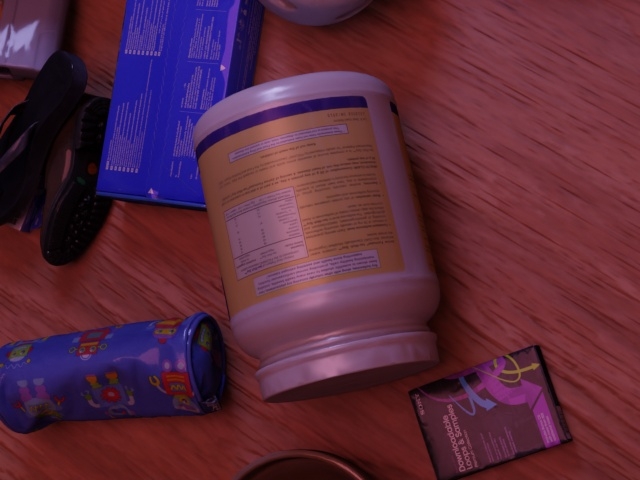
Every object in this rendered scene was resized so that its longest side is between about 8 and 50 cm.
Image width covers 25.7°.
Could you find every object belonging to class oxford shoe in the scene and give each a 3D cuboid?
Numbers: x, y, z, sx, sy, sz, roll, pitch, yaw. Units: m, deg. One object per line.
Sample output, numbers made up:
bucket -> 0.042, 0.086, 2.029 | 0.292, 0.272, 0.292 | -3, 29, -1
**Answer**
oxford shoe -> -0.324, -0.080, 1.832 | 0.096, 0.083, 0.227 | 17, 92, 44

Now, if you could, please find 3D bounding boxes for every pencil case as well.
pencil case -> -0.258, 0.170, 1.745 | 0.306, 0.119, 0.133 | -9, 124, 20

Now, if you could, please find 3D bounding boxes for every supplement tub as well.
supplement tub -> 0.000, 0.000, 1.592 | 0.241, 0.241, 0.331 | -16, 77, 20

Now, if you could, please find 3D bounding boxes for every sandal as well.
sandal -> -0.387, -0.136, 1.810 | 0.097, 0.054, 0.254 | 46, 114, 39

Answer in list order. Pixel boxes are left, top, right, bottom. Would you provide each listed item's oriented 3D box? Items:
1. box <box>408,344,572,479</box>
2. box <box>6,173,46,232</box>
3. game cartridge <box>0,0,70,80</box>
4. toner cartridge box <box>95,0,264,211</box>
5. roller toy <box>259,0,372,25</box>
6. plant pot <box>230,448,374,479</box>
box -> 0.191, 0.200, 1.604 | 0.162, 0.029, 0.116 | -23, 76, 19
box -> -0.422, -0.066, 1.887 | 0.136, 0.028, 0.081 | 22, 92, 25
game cartridge -> -0.482, -0.319, 1.855 | 0.297, 0.062, 0.198 | 7, 77, -1
toner cartridge box -> -0.171, -0.215, 1.777 | 0.165, 0.075, 0.348 | 8, 86, 24
roller toy -> 0.001, -0.358, 1.656 | 0.209, 0.146, 0.191 | 1, 86, -5
plant pot -> -0.005, 0.359, 1.622 | 0.237, 0.110, 0.237 | -3, 82, 22
